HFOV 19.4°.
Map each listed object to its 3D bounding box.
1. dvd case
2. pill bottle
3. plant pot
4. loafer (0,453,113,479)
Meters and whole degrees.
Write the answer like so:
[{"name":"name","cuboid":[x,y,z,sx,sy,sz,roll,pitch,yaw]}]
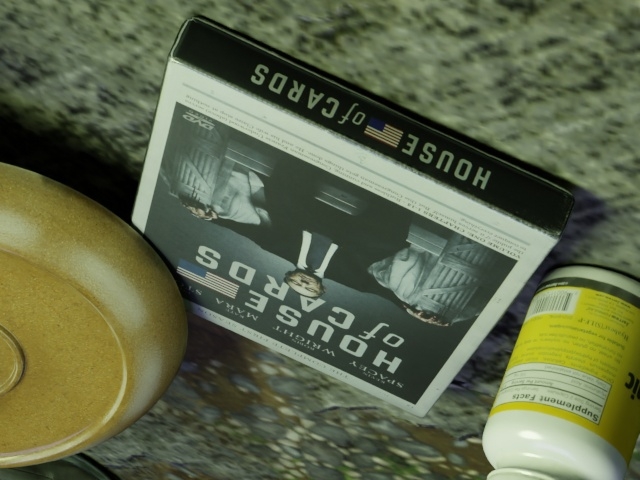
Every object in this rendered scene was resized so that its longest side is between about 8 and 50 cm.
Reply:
[{"name":"dvd case","cuboid":[0.000,0.000,0.871,0.179,0.030,0.239,25,153,0]},{"name":"pill bottle","cuboid":[0.109,0.075,0.820,0.065,0.116,0.065,19,154,10]},{"name":"plant pot","cuboid":[-0.186,0.049,0.947,0.236,0.032,0.236,3,138,2]},{"name":"loafer","cuboid":[-0.207,0.169,1.317,0.170,0.061,0.062,35,150,-24]}]
